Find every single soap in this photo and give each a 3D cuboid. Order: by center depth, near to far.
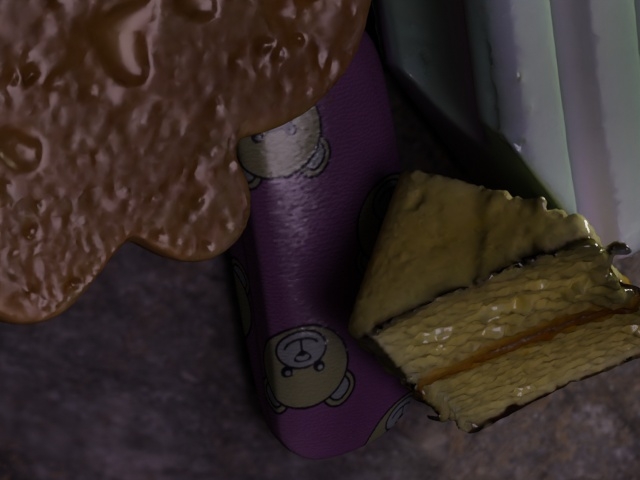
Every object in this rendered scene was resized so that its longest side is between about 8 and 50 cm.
[{"bbox_3d":[0.164,-0.208,1.299,0.261,0.156,0.446,-30,129,-25],"label":"soap"}]

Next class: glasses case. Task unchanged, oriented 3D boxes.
[{"bbox_3d":[0.000,0.000,1.349,0.123,0.076,0.316,-21,115,-28],"label":"glasses case"}]

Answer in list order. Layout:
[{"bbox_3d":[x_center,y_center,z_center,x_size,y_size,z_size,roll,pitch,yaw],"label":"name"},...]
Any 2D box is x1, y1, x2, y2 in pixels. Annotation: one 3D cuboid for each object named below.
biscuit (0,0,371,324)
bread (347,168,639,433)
[{"bbox_3d":[-0.115,-0.118,1.190,0.355,0.052,0.275,-48,120,-16],"label":"biscuit"},{"bbox_3d":[0.122,0.043,1.359,0.178,0.142,0.266,-37,149,3],"label":"bread"}]
